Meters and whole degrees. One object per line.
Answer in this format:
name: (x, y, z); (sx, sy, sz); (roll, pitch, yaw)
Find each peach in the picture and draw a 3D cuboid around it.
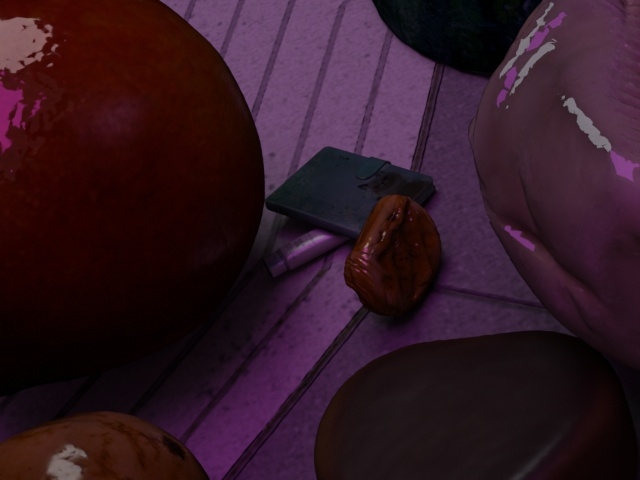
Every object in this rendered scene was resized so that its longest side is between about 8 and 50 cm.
peach: (-0.249, -0.041, 1.193); (0.388, 0.388, 0.388); (-12, 48, 14)

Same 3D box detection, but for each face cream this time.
face cream: (0.000, 0.000, 1.285); (0.115, 0.020, 0.038); (-27, 40, -6)

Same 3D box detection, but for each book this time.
book: (0.029, -0.046, 1.298); (0.135, 0.017, 0.103); (20, 49, 37)

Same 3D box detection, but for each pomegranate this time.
pomegranate: (-0.184, 0.241, 1.050); (0.215, 0.215, 0.215); (-12, 48, 14)

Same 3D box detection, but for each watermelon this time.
watermelon: (0.154, -0.331, 1.366); (0.292, 0.222, 0.319); (-5, 51, 15)

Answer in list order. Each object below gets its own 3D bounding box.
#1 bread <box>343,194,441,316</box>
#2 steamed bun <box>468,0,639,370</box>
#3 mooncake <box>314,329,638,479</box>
bread: (0.064, 0.014, 1.203); (0.044, 0.083, 0.111); (-15, 36, 45)
steamed bun: (0.267, -0.025, 1.041); (0.346, 0.237, 0.394); (44, 41, 16)
mooncake: (0.112, 0.172, 1.005); (0.234, 0.117, 0.235); (-15, 34, 10)
